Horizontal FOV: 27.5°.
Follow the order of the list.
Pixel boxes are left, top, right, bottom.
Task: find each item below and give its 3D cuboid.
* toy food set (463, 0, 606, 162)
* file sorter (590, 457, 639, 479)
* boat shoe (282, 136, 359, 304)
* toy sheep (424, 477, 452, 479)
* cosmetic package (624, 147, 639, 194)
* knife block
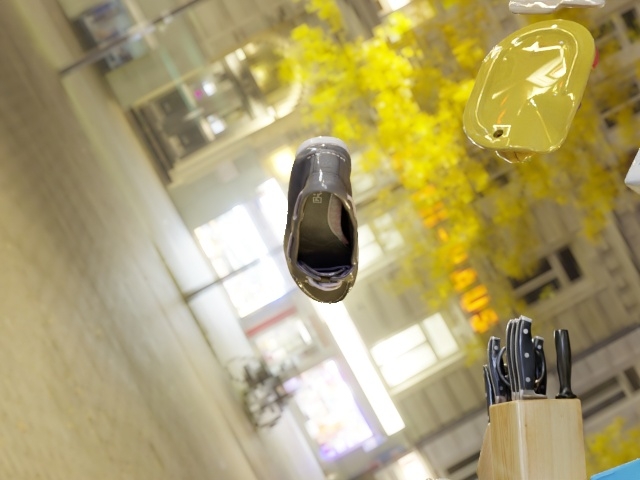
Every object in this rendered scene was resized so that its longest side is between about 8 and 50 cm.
[{"bbox_3d":[0.232,-0.157,1.358,0.128,0.218,0.071,0,-37,36],"label":"toy food set"},{"bbox_3d":[0.394,0.265,1.353,0.104,0.170,0.118,-3,68,-56],"label":"file sorter"},{"bbox_3d":[0.000,0.000,1.860,0.335,0.112,0.095,89,1,-48],"label":"boat shoe"},{"bbox_3d":[0.141,0.301,1.423,0.091,0.091,0.132,63,-5,-26],"label":"toy sheep"},{"bbox_3d":[0.348,-0.106,0.844,0.138,0.224,0.224,30,-10,-16],"label":"cosmetic package"},{"bbox_3d":[0.273,0.241,1.617,0.276,0.088,0.242,-109,-157,-55],"label":"knife block"}]
